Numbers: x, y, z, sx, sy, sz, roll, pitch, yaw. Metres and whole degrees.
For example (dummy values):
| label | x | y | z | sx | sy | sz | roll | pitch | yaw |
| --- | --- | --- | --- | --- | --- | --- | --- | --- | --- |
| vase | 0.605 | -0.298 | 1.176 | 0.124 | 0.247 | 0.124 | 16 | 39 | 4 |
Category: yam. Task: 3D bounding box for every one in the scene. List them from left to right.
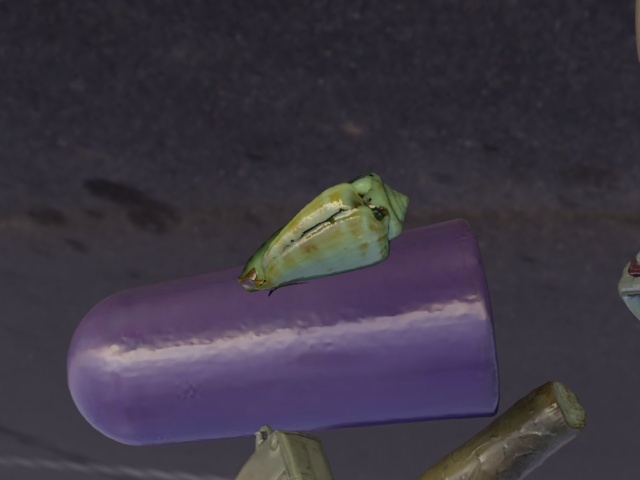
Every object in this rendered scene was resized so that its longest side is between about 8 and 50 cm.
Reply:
| label | x | y | z | sx | sy | sz | roll | pitch | yaw |
| --- | --- | --- | --- | --- | --- | --- | --- | --- | --- |
| yam | 0.148 | 0.290 | 1.771 | 0.083 | 0.083 | 0.371 | 27 | 121 | -33 |

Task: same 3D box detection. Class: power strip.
| label | x | y | z | sx | sy | sz | roll | pitch | yaw |
| --- | --- | --- | --- | --- | --- | --- | --- | --- | --- |
| power strip | -0.004 | 0.266 | 1.224 | 0.052 | 0.272 | 0.078 | 16 | 126 | -34 |

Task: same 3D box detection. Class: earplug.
| label | x | y | z | sx | sy | sz | roll | pitch | yaw |
| --- | --- | --- | --- | --- | --- | --- | --- | --- | --- |
| earplug | -0.044 | 0.111 | 1.654 | 0.455 | 0.215 | 0.215 | -8 | 161 | -1 |

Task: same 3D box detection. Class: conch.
| label | x | y | z | sx | sy | sz | roll | pitch | yaw |
| --- | --- | --- | --- | --- | --- | --- | --- | --- | --- |
| conch | 0.000 | 0.000 | 1.355 | 0.170 | 0.079 | 0.106 | -29 | 162 | 5 |

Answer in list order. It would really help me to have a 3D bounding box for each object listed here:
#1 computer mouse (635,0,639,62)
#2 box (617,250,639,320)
| label | x | y | z | sx | sy | sz | roll | pitch | yaw |
| --- | --- | --- | --- | --- | --- | --- | --- | --- | --- |
| computer mouse | 0.335 | -0.189 | 1.288 | 0.145 | 0.082 | 0.236 | 7 | 151 | 12 |
| box | 0.325 | 0.065 | 0.836 | 0.294 | 0.167 | 0.193 | 46 | 174 | -3 |
